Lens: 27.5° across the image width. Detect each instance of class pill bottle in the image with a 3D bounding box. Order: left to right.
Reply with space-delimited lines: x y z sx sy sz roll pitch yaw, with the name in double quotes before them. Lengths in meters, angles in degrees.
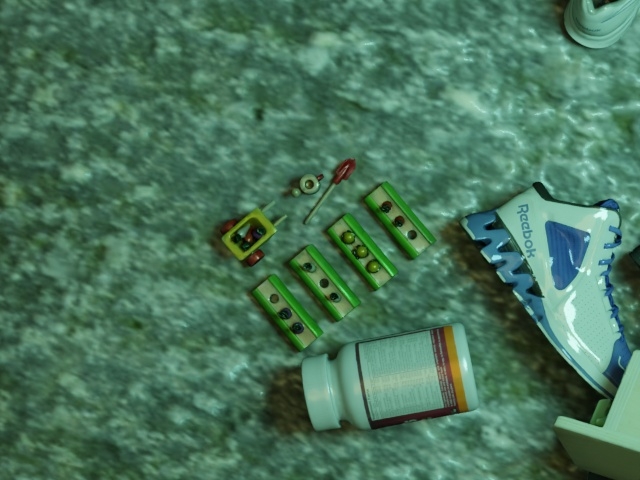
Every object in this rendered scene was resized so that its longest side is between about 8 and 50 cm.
"pill bottle" 0.093 0.186 1.741 0.221 0.121 0.121 -11 88 6

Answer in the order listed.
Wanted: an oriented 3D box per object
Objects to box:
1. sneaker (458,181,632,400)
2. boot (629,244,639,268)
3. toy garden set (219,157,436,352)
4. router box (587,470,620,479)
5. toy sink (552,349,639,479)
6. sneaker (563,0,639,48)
"sneaker" 0.346 0.045 1.716 0.182 0.127 0.315 -39 84 6
"boot" 0.552 0.035 1.619 0.223 0.118 0.338 -41 42 6
"toy garden set" 0.000 0.000 1.790 0.244 0.049 0.204 -40 85 4
"router box" 0.440 0.444 1.626 0.243 0.081 0.309 2 63 27
"toy sink" 0.430 0.231 1.614 0.234 0.153 0.131 13 66 33
"sneaker" 0.426 -0.392 1.717 0.111 0.129 0.297 27 90 8
